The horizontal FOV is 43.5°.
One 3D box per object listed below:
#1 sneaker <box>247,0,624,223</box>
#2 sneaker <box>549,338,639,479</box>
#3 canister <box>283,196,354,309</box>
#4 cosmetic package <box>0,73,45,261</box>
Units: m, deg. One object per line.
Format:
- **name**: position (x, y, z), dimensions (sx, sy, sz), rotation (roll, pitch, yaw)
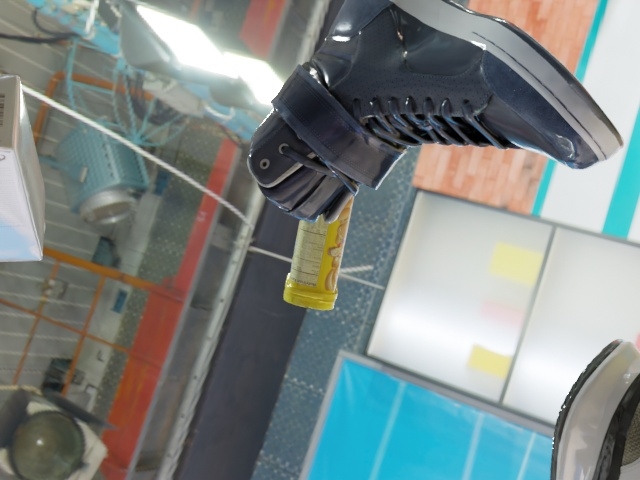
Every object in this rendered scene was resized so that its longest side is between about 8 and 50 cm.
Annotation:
- **sneaker**: position (0.050, -0.058, 0.468), dimensions (0.163, 0.226, 0.086), rotation (-50, -48, 7)
- **sneaker**: position (0.360, 0.325, 0.792), dimensions (0.169, 0.257, 0.447), rotation (-35, -45, -31)
- **canister**: position (0.000, 0.000, 1.123), dimensions (0.126, 0.073, 0.170), rotation (-89, 10, -82)
- **cosmetic package**: position (-0.390, -0.081, 0.970), dimensions (0.231, 0.085, 0.117), rotation (106, 158, -53)
